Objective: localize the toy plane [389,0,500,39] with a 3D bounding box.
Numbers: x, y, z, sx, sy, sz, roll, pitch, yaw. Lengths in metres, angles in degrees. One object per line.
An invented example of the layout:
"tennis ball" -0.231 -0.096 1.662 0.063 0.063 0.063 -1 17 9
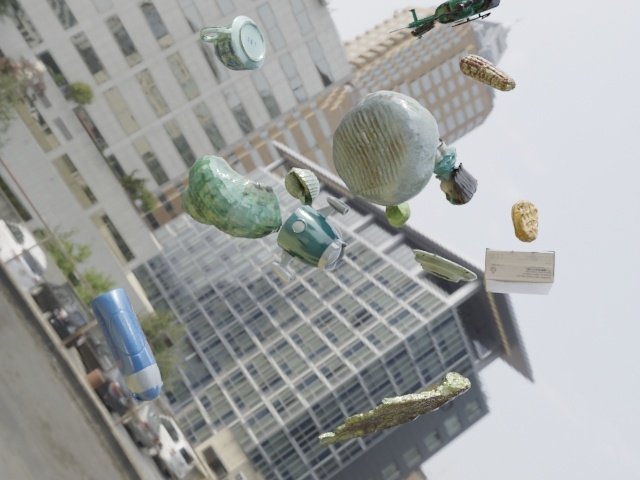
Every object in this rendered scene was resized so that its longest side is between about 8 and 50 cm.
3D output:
"toy plane" 0.389 -0.690 2.080 0.155 0.381 0.106 -54 128 -68

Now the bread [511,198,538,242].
"bread" 0.500 -0.049 1.691 0.044 0.111 0.083 -17 -37 42

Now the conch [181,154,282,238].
"conch" -0.176 -0.075 1.279 0.188 0.122 0.176 23 -24 46

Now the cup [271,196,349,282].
"cup" -0.017 0.005 2.100 0.173 0.300 0.167 37 -6 18

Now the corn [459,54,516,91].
"corn" 0.569 -0.569 2.362 0.237 0.079 0.079 48 -16 41

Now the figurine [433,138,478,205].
"figurine" 0.438 -0.227 2.290 0.110 0.138 0.245 16 -31 56

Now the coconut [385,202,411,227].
"coconut" 0.250 -0.091 2.227 0.088 0.088 0.096 49 -12 33

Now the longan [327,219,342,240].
"longan" 0.000 0.000 2.755 0.167 0.167 0.187 53 -36 18

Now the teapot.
"teapot" -0.256 -0.571 2.039 0.159 0.159 0.232 49 17 31

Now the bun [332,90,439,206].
"bun" 0.203 -0.278 2.089 0.362 0.211 0.362 13 -71 39

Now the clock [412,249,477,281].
"clock" 0.418 0.099 2.371 0.236 0.053 0.236 25 -4 2

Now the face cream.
"face cream" -0.437 0.243 1.577 0.264 0.083 0.149 66 -24 3

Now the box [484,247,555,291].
"box" 0.619 0.099 2.164 0.251 0.203 0.106 42 51 -72

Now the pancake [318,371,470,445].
"pancake" 0.183 0.449 1.834 0.427 0.305 0.067 -41 -123 44

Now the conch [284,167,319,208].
"conch" -0.054 -0.192 2.366 0.153 0.102 0.135 42 -21 14
